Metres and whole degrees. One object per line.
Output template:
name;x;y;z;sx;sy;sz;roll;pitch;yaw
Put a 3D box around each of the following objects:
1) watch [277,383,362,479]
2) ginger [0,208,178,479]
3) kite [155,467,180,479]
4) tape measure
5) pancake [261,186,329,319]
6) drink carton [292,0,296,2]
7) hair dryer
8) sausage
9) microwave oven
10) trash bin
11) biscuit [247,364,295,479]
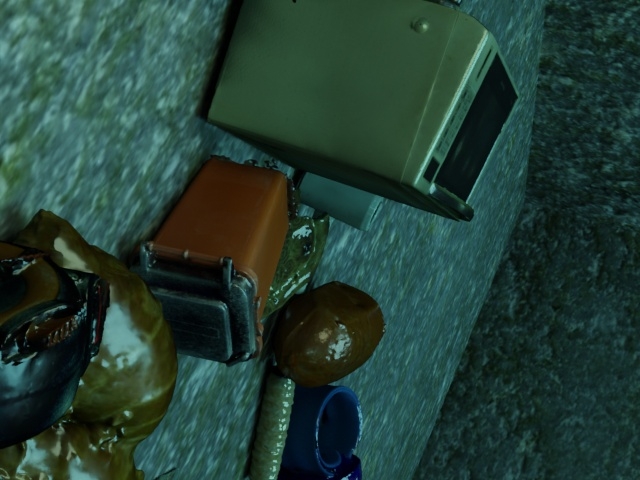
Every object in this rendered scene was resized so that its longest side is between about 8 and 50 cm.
watch;-0.015;0.357;2.140;0.196;0.171;0.200;-33;122;-64
ginger;-0.264;0.154;1.149;0.274;0.152;0.358;12;93;-54
kite;-0.247;0.383;1.631;0.229;0.016;0.127;16;87;-74
tape measure;-0.278;0.072;0.910;0.223;0.202;0.135;-70;169;-69
pancake;-0.064;0.025;1.796;0.212;0.029;0.235;-62;152;2
drink carton;-0.028;-0.453;1.353;0.194;0.132;0.325;85;26;-53
hair dryer;0.000;0.000;1.914;0.236;0.131;0.073;-66;172;25
sausage;0.014;0.157;2.015;0.141;0.153;0.268;-64;164;17
microwave oven;0.081;-0.195;1.590;0.394;0.332;0.247;19;91;-74
trash bin;-0.124;0.009;1.453;0.184;0.161;0.239;88;17;-47
biscuit;-0.082;0.315;2.032;0.055;0.061;0.219;4;105;-27
